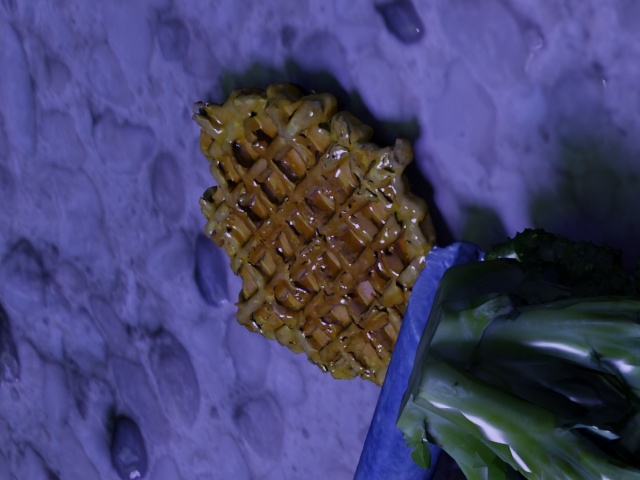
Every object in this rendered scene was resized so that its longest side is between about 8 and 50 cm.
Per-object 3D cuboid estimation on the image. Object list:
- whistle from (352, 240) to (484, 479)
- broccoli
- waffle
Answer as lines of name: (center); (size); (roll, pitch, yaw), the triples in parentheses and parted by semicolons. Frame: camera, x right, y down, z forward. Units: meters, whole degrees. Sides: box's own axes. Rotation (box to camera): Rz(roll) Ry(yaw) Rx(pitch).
whistle: (0.071, 0.123, 1.293); (0.062, 0.062, 0.304); (41, 142, 25)
broccoli: (0.157, 0.114, 1.076); (0.245, 0.294, 0.265); (28, 109, -12)
waffle: (0.001, -0.001, 1.347); (0.245, 0.052, 0.254); (14, 124, 42)
